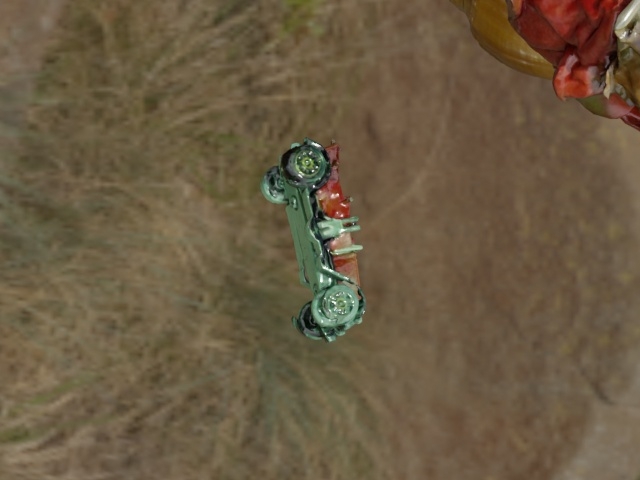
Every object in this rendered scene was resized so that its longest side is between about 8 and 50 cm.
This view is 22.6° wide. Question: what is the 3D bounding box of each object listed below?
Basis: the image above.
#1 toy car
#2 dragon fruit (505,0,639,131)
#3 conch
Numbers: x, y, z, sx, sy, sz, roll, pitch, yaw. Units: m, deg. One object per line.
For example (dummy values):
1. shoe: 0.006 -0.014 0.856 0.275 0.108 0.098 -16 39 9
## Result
1. toy car: 0.000 0.000 1.149 0.054 0.073 0.143 -11 79 -19
2. dragon fruit: 0.241 -0.190 0.859 0.342 0.277 0.277 -45 125 -28
3. conch: 0.215 -0.169 1.394 0.093 0.330 0.109 -55 167 25
